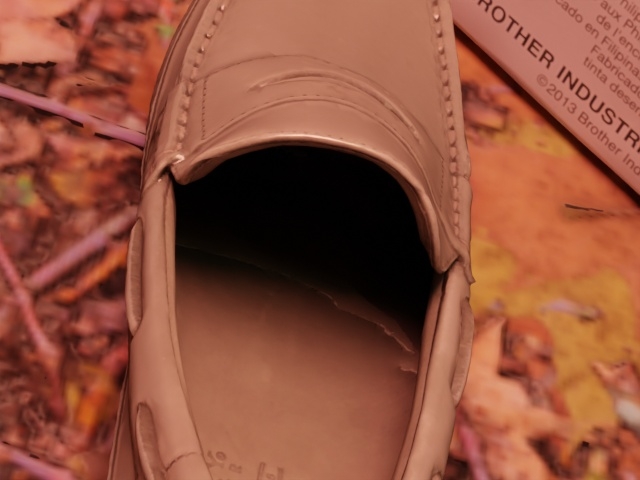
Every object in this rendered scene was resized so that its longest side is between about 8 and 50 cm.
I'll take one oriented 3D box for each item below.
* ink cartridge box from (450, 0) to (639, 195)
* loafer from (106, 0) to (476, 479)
[{"bbox_3d":[0.156,-0.219,0.615,0.270,0.395,0.151,45,52,15],"label":"ink cartridge box"},{"bbox_3d":[0.000,0.000,0.572,0.112,0.111,0.319,14,51,-11],"label":"loafer"}]
